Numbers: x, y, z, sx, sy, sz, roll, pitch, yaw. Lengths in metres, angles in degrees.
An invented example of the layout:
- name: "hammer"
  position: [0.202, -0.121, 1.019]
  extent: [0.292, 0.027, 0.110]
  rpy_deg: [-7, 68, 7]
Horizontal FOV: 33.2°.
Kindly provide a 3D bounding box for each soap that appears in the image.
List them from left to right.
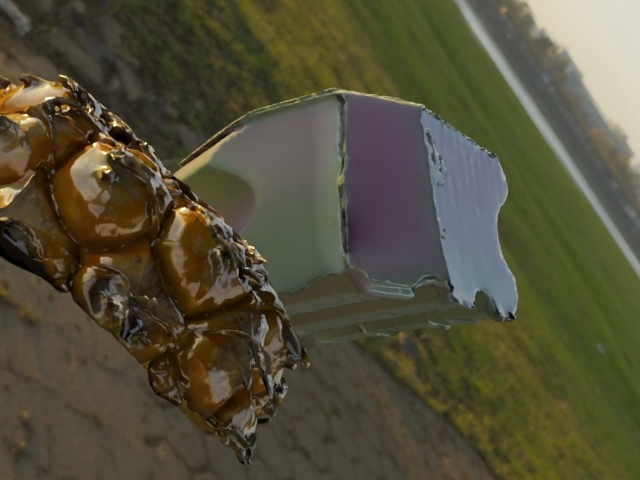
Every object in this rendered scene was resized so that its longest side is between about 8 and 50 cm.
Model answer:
- name: "soap"
  position: [0.000, 0.000, 0.969]
  extent: [0.446, 0.261, 0.156]
  rpy_deg: [161, -65, -67]

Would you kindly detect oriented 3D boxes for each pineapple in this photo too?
- name: "pineapple"
  position: [-0.082, 0.004, 0.465]
  extent: [0.225, 0.076, 0.225]
  rpy_deg: [43, -8, 7]
